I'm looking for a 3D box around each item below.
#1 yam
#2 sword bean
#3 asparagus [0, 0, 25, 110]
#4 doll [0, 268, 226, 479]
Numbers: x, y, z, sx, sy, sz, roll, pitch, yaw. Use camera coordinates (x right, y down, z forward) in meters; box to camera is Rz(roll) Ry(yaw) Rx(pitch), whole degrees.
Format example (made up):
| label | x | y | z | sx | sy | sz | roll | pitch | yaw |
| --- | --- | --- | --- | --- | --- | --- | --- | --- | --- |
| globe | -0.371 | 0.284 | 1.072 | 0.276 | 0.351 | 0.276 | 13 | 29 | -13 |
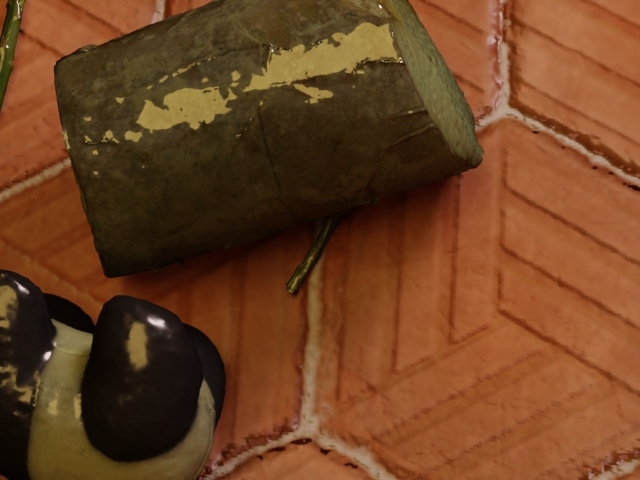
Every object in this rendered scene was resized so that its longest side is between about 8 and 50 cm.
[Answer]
| label | x | y | z | sx | sy | sz | roll | pitch | yaw |
| --- | --- | --- | --- | --- | --- | --- | --- | --- | --- |
| yam | -0.043 | -0.082 | 1.196 | 0.268 | 0.161 | 0.161 | -17 | 69 | 8 |
| sword bean | 0.000 | 0.000 | 1.233 | 0.012 | 0.012 | 0.083 | 25 | 76 | 18 |
| asparagus | -0.225 | -0.147 | 1.326 | 0.018 | 0.015 | 0.127 | -7 | 66 | 46 |
| doll | -0.170 | 0.094 | 1.168 | 0.234 | 0.143 | 0.135 | 15 | 81 | 15 |
